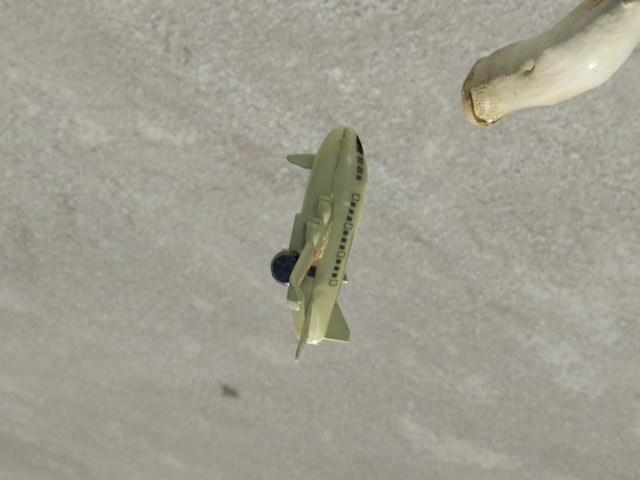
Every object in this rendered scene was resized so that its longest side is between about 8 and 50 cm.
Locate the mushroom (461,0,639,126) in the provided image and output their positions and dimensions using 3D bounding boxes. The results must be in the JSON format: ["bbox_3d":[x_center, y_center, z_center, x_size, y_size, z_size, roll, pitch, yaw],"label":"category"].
[{"bbox_3d":[0.305,-0.242,1.264,0.095,0.123,0.351,12,162,-25],"label":"mushroom"}]

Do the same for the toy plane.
[{"bbox_3d":[0.000,0.000,1.018,0.092,0.244,0.229,4,-176,12],"label":"toy plane"}]
